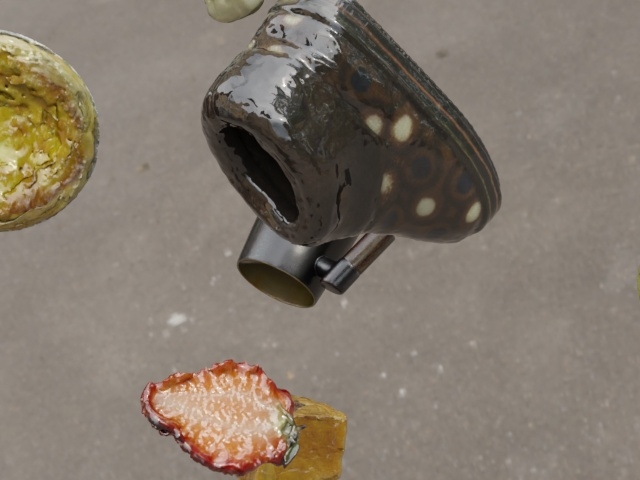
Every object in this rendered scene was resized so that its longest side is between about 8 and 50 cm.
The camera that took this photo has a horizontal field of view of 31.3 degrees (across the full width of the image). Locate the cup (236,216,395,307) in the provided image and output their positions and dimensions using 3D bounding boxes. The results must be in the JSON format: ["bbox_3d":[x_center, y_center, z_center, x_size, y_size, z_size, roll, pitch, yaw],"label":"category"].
[{"bbox_3d":[-0.015,-0.009,1.774,0.239,0.166,0.177,-16,41,59],"label":"cup"}]

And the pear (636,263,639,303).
[{"bbox_3d":[0.339,0.051,0.968,0.141,0.104,0.141,8,0,0],"label":"pear"}]

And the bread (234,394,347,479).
[{"bbox_3d":[-0.055,0.333,1.873,0.158,0.143,0.149,1,7,-24],"label":"bread"}]

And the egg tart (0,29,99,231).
[{"bbox_3d":[-0.367,-0.122,1.286,0.234,0.234,0.094,-23,18,-6],"label":"egg tart"}]

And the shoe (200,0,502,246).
[{"bbox_3d":[0.036,-0.087,1.315,0.237,0.384,0.171,-54,30,-16],"label":"shoe"}]

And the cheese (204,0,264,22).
[{"bbox_3d":[-0.102,-0.278,0.962,0.065,0.194,0.043,-5,26,34],"label":"cheese"}]

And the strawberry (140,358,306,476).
[{"bbox_3d":[-0.084,0.154,0.990,0.152,0.048,0.104,17,59,-16],"label":"strawberry"}]
